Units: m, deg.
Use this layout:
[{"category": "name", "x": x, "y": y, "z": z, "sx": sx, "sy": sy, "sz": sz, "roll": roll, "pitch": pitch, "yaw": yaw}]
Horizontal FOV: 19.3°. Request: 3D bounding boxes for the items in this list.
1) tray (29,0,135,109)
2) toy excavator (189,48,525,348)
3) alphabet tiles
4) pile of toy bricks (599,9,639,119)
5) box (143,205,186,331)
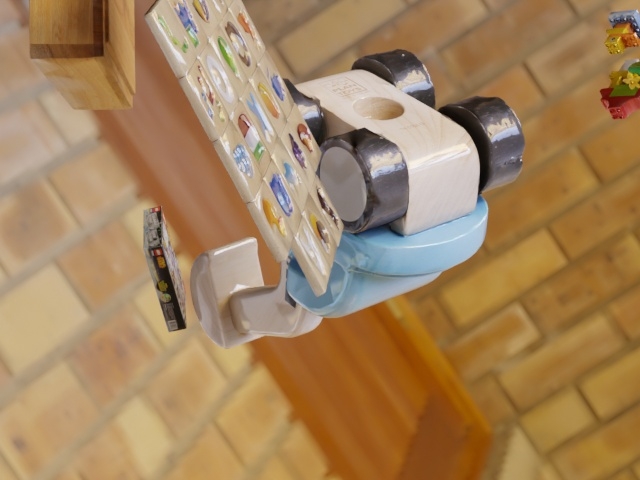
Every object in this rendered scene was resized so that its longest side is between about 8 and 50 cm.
[{"category": "tray", "x": -0.231, "y": -0.253, "z": 1.868, "sx": 0.076, "sy": 0.203, "sz": 0.411, "roll": -1, "pitch": 178, "yaw": -1}, {"category": "toy excavator", "x": 0.000, "y": 0.000, "z": 2.195, "sx": 0.222, "sy": 0.445, "sz": 0.433, "roll": -18, "pitch": -143, "yaw": -35}, {"category": "alphabet tiles", "x": -0.068, "y": -0.127, "z": 1.613, "sx": 0.011, "sy": 0.342, "sz": 0.285, "roll": -24, "pitch": -164, "yaw": 14}, {"category": "pile of toy bricks", "x": 0.352, "y": -0.174, "z": 1.850, "sx": 0.212, "sy": 0.118, "sz": 0.105, "roll": 0, "pitch": -137, "yaw": 42}, {"category": "box", "x": -0.202, "y": 0.037, "z": 2.441, "sx": 0.027, "sy": 0.137, "sz": 0.094, "roll": -12, "pitch": -145, "yaw": 2}]
